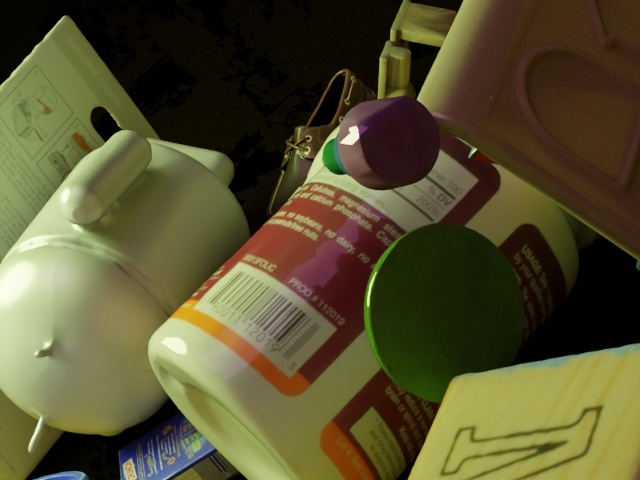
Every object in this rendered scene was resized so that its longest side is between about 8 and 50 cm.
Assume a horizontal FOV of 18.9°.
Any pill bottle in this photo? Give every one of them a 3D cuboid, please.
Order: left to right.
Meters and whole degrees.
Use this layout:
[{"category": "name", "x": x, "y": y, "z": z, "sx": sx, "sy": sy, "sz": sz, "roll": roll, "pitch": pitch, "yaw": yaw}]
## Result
[{"category": "pill bottle", "x": 0.068, "y": 0.029, "z": 1.571, "sx": 0.392, "sy": 0.224, "sz": 0.224, "roll": -44, "pitch": 28, "yaw": -16}]

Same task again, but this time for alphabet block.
[{"category": "alphabet block", "x": 0.171, "y": 0.204, "z": 1.214, "sx": 0.193, "sy": 0.192, "sz": 0.197, "roll": -15, "pitch": 32, "yaw": 38}]

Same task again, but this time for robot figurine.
[{"category": "robot figurine", "x": -0.193, "y": 0.044, "z": 1.816, "sx": 0.199, "sy": 0.300, "sz": 0.353, "roll": 9, "pitch": 38, "yaw": 18}]

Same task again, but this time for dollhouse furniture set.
[{"category": "dollhouse furniture set", "x": 0.138, "y": -0.145, "z": 1.982, "sx": 0.151, "sy": 0.123, "sz": 0.144, "roll": 13, "pitch": 45, "yaw": 11}]

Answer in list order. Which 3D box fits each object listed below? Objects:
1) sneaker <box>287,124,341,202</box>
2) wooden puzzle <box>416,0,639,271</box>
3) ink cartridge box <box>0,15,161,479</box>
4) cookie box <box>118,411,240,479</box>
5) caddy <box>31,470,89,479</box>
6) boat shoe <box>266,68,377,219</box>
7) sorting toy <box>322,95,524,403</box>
[{"category": "sneaker", "x": 0.000, "y": 0.000, "z": 1.816, "sx": 0.148, "sy": 0.131, "sz": 0.350, "roll": -37, "pitch": 10, "yaw": 45}, {"category": "wooden puzzle", "x": 0.257, "y": -0.094, "z": 1.494, "sx": 0.080, "sy": 0.347, "sz": 0.322, "roll": -54, "pitch": 7, "yaw": 47}, {"category": "ink cartridge box", "x": -0.306, "y": 0.010, "z": 1.943, "sx": 0.091, "sy": 0.308, "sz": 0.385, "roll": -2, "pitch": 42, "yaw": 46}, {"category": "cookie box", "x": -0.126, "y": 0.198, "z": 1.729, "sx": 0.107, "sy": 0.040, "sz": 0.092, "roll": -32, "pitch": 28, "yaw": 8}, {"category": "caddy", "x": -0.293, "y": 0.329, "z": 1.575, "sx": 0.341, "sy": 0.179, "sz": 0.241, "roll": -20, "pitch": 9, "yaw": 30}, {"category": "boat shoe", "x": -0.005, "y": -0.094, "z": 2.019, "sx": 0.073, "sy": 0.073, "sz": 0.207, "roll": -8, "pitch": 39, "yaw": 41}, {"category": "sorting toy", "x": 0.071, "y": 0.079, "z": 1.394, "sx": 0.127, "sy": 0.366, "sz": 0.126, "roll": -19, "pitch": 4, "yaw": -28}]
